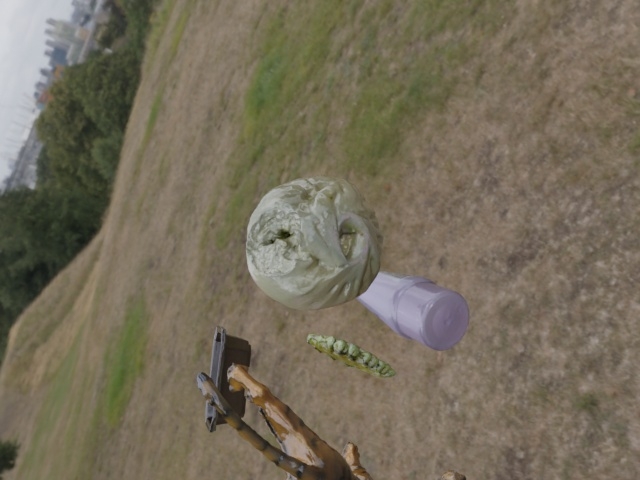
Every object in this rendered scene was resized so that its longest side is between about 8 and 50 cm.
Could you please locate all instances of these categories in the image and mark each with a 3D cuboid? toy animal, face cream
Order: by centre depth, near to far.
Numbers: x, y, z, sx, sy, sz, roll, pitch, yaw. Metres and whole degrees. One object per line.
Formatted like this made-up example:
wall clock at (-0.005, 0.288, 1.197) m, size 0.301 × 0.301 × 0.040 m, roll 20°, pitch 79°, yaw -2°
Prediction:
toy animal at (-0.003, 0.173, 0.456) m, size 0.116 × 0.255 × 0.114 m, roll -1°, pitch 56°, yaw 42°
face cream at (0.113, 0.091, 1.027) m, size 0.274 × 0.154 × 0.096 m, roll 19°, pitch 83°, yaw 60°

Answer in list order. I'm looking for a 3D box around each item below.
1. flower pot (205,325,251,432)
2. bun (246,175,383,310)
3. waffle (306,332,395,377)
flower pot at (-0.227, 0.342, 1.603) m, size 0.179 × 0.084 × 0.250 m, roll 163°, pitch 114°, yaw -75°
bun at (0.000, 0.000, 0.842) m, size 0.128 × 0.193 × 0.178 m, roll -10°, pitch 87°, yaw 45°
waffle at (0.062, 0.240, 1.345) m, size 0.183 × 0.169 × 0.036 m, roll 2°, pitch 62°, yaw 57°
